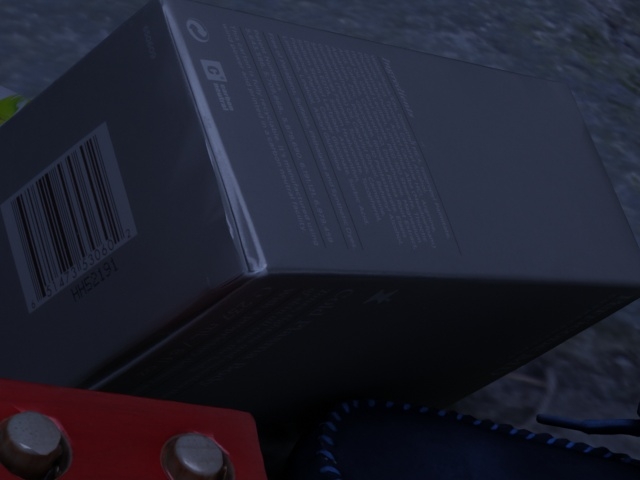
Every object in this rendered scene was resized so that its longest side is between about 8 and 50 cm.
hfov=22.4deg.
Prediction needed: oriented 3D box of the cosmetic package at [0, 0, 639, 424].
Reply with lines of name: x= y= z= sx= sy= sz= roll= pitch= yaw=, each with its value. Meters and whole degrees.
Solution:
cosmetic package: x=0.000 y=0.000 z=0.572 sx=0.238 sy=0.127 sz=0.107 roll=6 pitch=57 yaw=-48

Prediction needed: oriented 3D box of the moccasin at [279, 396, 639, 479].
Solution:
moccasin: x=0.154 y=0.117 z=0.590 sx=0.342 sy=0.117 sz=0.138 roll=18 pitch=37 yaw=-11

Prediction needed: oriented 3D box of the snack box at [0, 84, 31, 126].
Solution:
snack box: x=-0.196 y=-0.012 z=0.573 sx=0.207 sy=0.070 sz=0.174 roll=25 pitch=37 yaw=0

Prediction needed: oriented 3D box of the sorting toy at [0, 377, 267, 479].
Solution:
sorting toy: x=-0.104 y=0.136 z=0.366 sx=0.257 sy=0.089 sz=0.255 roll=11 pitch=41 yaw=-26
